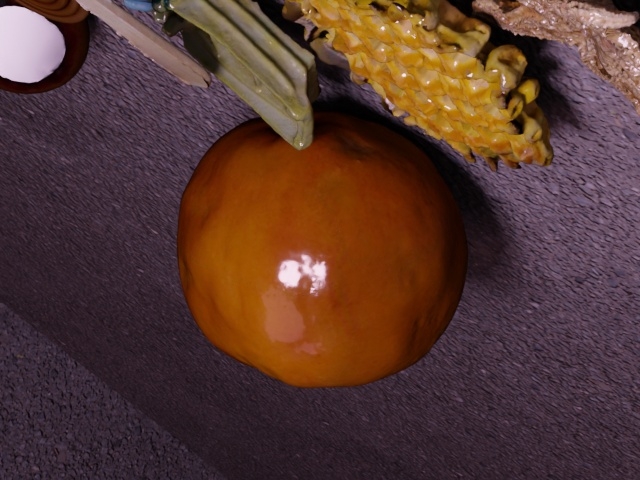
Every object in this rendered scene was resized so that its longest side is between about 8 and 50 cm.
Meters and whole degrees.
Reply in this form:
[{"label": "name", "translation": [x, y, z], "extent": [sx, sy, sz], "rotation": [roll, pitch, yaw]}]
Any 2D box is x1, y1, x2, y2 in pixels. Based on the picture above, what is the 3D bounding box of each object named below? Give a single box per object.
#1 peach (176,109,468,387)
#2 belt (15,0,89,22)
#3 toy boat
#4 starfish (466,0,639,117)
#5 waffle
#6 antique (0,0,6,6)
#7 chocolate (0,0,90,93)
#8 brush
[{"label": "peach", "translation": [0.000, 0.000, 2.220], "extent": [0.342, 0.342, 0.302], "rotation": [10, 109, 47]}, {"label": "belt", "translation": [-0.310, -0.360, 2.050], "extent": [0.217, 0.122, 0.339], "rotation": [27, 162, 16]}, {"label": "toy boat", "translation": [-0.096, -0.217, 2.099], "extent": [0.276, 0.084, 0.111], "rotation": [40, 164, 18]}, {"label": "starfish", "translation": [0.232, -0.190, 1.749], "extent": [0.302, 0.060, 0.299], "rotation": [33, 178, 28]}, {"label": "waffle", "translation": [0.094, -0.183, 1.942], "extent": [0.329, 0.062, 0.329], "rotation": [35, 169, 8]}, {"label": "antique", "translation": [-0.329, -0.272, 1.721], "extent": [0.255, 0.322, 0.185], "rotation": [-35, 100, 32]}, {"label": "chocolate", "translation": [-0.364, -0.259, 2.380], "extent": [0.176, 0.177, 0.177], "rotation": [28, 162, 10]}, {"label": "brush", "translation": [-0.235, -0.251, 2.017], "extent": [0.336, 0.020, 0.085], "rotation": [37, 159, -36]}]
